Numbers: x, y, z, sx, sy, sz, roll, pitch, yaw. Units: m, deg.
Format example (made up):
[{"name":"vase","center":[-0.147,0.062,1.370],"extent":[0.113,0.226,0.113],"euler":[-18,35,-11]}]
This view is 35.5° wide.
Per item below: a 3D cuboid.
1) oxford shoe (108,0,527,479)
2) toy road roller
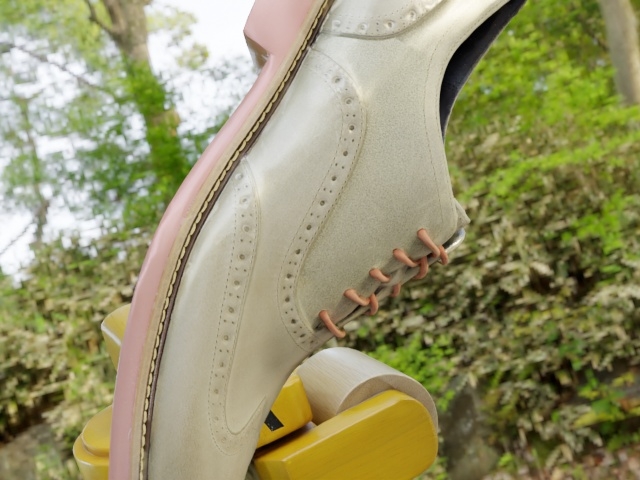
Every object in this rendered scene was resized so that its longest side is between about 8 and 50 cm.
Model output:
[{"name":"oxford shoe","center":[0.000,0.000,0.551],"extent":[0.147,0.397,0.140],"euler":[20,-3,9]},{"name":"toy road roller","center":[-0.073,0.155,0.963],"extent":[0.330,0.240,0.202],"euler":[-22,13,-19]}]
